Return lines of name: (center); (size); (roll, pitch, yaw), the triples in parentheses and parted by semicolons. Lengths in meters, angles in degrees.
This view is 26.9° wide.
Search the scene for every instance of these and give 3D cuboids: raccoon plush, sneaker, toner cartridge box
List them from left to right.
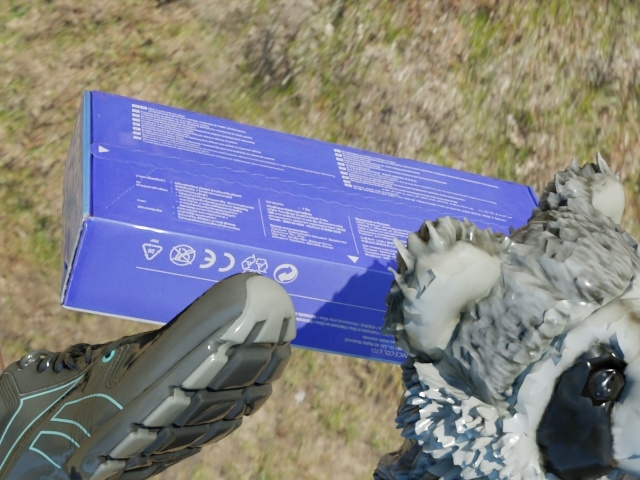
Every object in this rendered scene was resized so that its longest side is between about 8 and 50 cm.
sneaker: (-0.126, 0.093, 0.722); (0.267, 0.101, 0.106); (-42, 66, 22)
toner cartridge box: (0.000, 0.000, 0.923); (0.347, 0.165, 0.075); (11, 121, -17)
raccoon plush: (0.034, 0.141, 0.746); (0.446, 0.216, 0.299); (-17, 98, 32)

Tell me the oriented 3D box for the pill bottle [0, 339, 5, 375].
pill bottle: (-0.329, 0.195, 0.979); (0.229, 0.408, 0.229); (-13, 141, -11)
